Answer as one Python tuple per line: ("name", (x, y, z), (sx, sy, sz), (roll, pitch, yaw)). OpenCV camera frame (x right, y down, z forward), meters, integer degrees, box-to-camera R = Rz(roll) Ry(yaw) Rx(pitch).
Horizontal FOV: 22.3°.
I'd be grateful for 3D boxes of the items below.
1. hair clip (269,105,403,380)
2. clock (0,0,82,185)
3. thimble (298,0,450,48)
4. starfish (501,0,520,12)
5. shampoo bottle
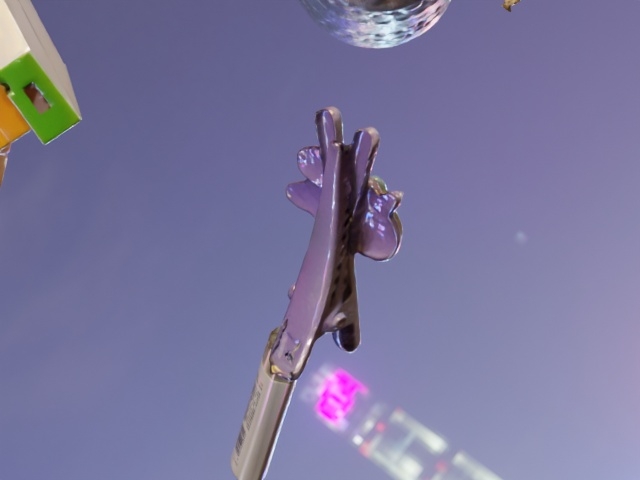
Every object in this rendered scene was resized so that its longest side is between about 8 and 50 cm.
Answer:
("hair clip", (0.009, 0.000, 1.567), (0.090, 0.137, 0.278), (-14, -52, -46))
("clock", (-0.334, -0.154, 1.277), (0.235, 0.309, 0.166), (-31, -13, 13))
("thimble", (0.064, -0.356, 1.895), (0.172, 0.205, 0.236), (94, 175, -75))
("starfish", (0.036, -0.307, 1.140), (0.084, 0.293, 0.301), (-37, 18, 28))
("shampoo bottle", (-0.076, 0.237, 2.311), (0.086, 0.056, 0.227), (-98, 22, -60))
